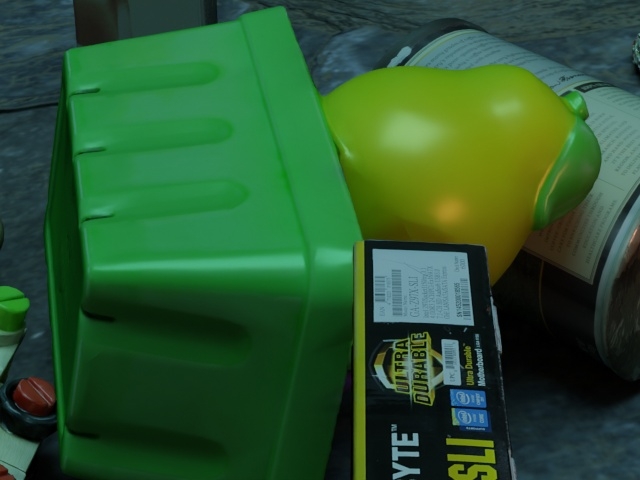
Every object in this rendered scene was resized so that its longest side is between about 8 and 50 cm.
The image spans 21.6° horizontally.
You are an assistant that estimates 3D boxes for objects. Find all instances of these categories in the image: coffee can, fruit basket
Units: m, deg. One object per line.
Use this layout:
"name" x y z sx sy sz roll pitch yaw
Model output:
"coffee can" 0.177 -0.037 1.322 0.201 0.201 0.275 -29 42 -35
"fruit basket" 0.000 0.000 1.179 0.392 0.283 0.392 9 32 -6

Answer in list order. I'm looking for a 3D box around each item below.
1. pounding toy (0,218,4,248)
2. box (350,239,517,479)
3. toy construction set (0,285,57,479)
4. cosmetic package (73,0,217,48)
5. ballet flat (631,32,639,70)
"pounding toy" -0.329 -0.012 1.369 0.237 0.110 0.183 -24 57 29
"box" 0.050 0.203 0.851 0.079 0.322 0.257 -1 34 -1
"toy construction set" -0.296 0.129 1.127 0.215 0.151 0.328 25 43 -5
"cosmetic package" -0.170 -0.280 1.613 0.129 0.296 0.153 2 33 2
"ballet flat" 0.362 -0.168 1.632 0.091 0.077 0.241 -5 33 -5
